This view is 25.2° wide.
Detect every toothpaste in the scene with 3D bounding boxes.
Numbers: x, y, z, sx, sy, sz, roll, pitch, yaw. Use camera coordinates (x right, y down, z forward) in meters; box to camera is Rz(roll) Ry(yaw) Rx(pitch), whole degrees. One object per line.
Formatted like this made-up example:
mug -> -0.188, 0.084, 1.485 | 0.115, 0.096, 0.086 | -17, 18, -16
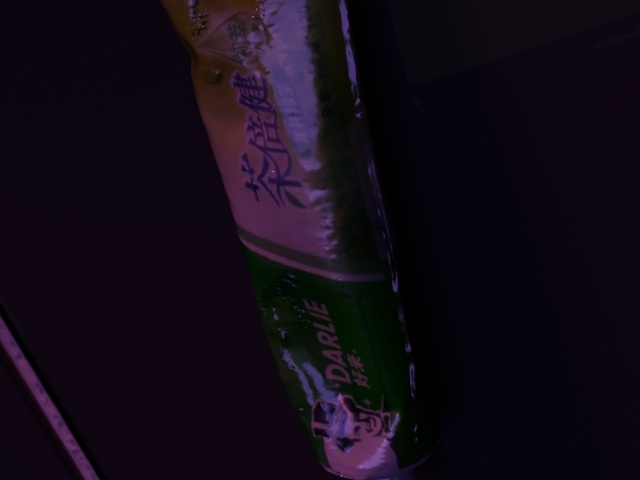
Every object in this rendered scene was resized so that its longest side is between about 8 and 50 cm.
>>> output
toothpaste -> 0.000, 0.000, 0.525 | 0.078, 0.047, 0.248 | -5, 115, 21
